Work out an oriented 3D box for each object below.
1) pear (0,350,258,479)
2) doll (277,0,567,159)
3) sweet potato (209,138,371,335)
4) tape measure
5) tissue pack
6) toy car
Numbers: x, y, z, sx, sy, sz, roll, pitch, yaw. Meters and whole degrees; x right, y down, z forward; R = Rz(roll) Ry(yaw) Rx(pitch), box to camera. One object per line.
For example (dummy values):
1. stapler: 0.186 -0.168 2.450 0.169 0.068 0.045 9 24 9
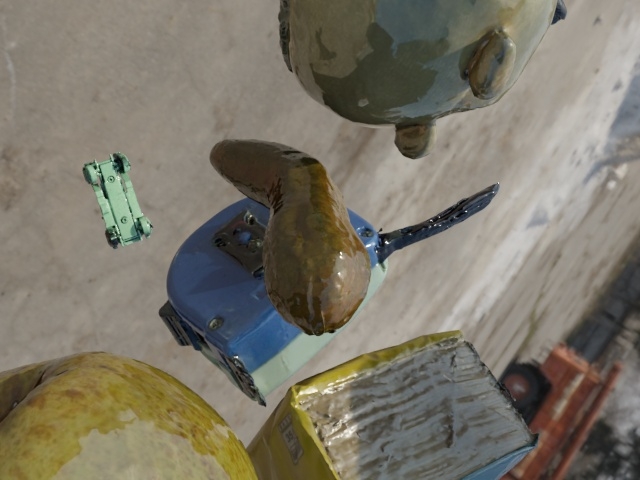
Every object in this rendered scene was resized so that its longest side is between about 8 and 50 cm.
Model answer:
1. pear: -0.130 0.159 0.456 0.228 0.188 0.211 -45 134 -47
2. doll: 0.105 -0.248 0.707 0.247 0.247 0.350 88 14 -61
3. sweet potato: -0.020 -0.020 0.644 0.081 0.233 0.062 -8 128 -17
4. tape measure: 0.000 0.000 0.919 0.351 0.215 0.098 -38 129 -20
5. tissue pack: 0.021 0.203 0.732 0.192 0.134 0.271 -12 149 -37
6. toy car: -0.315 -0.061 1.364 0.073 0.143 0.054 -22 -167 -17
